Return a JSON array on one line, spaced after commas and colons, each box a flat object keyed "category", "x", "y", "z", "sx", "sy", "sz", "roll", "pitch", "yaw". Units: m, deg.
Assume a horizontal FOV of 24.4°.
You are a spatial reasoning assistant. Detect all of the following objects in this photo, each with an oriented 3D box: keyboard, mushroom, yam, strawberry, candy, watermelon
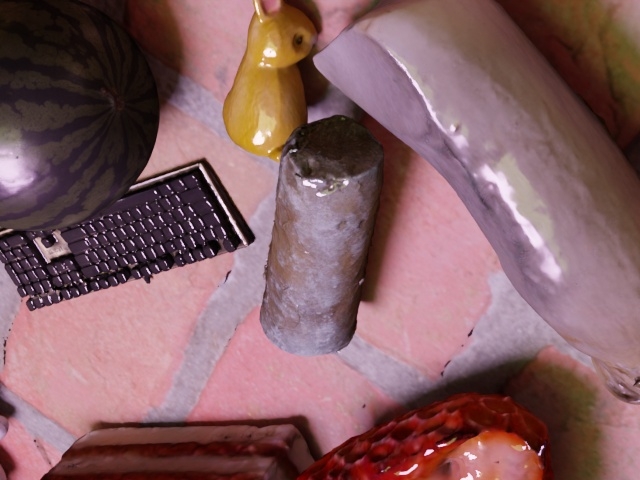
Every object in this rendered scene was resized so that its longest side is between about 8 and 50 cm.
[{"category": "keyboard", "x": -0.203, "y": 0.005, "z": 1.456, "sx": 0.317, "sy": 0.027, "sz": 0.106, "roll": -17, "pitch": 112, "yaw": 39}, {"category": "mushroom", "x": 0.169, "y": -0.028, "z": 1.125, "sx": 0.397, "sy": 0.126, "sz": 0.177, "roll": 49, "pitch": 162, "yaw": -6}, {"category": "yam", "x": 0.000, "y": 0.000, "z": 1.244, "sx": 0.093, "sy": 0.093, "sz": 0.259, "roll": 27, "pitch": 145, "yaw": 13}, {"category": "strawberry", "x": 0.092, "y": 0.235, "z": 1.366, "sx": 0.253, "sy": 0.150, "sz": 0.280, "roll": 4, "pitch": 123, "yaw": 10}, {"category": "candy", "x": -0.136, "y": 0.295, "z": 1.560, "sx": 0.321, "sy": 0.135, "sz": 0.179, "roll": -6, "pitch": 120, "yaw": 38}, {"category": "watermelon", "x": -0.245, "y": -0.108, "z": 1.273, "sx": 0.212, "sy": 0.212, "sz": 0.212, "roll": 17, "pitch": 130, "yaw": 21}]

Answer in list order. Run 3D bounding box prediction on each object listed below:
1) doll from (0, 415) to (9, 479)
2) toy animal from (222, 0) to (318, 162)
[{"category": "doll", "x": -0.423, "y": 0.242, "z": 1.723, "sx": 0.138, "sy": 0.119, "sz": 0.293, "roll": 5, "pitch": 122, "yaw": 10}, {"category": "toy animal", "x": -0.037, "y": -0.150, "z": 1.204, "sx": 0.070, "sy": 0.083, "sz": 0.159, "roll": -3, "pitch": 118, "yaw": -19}]
